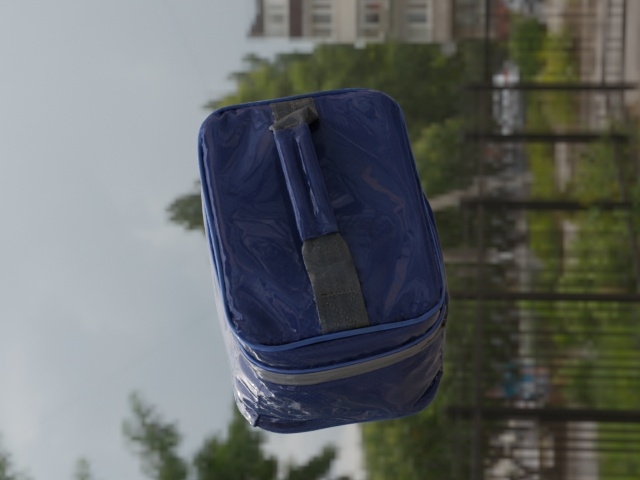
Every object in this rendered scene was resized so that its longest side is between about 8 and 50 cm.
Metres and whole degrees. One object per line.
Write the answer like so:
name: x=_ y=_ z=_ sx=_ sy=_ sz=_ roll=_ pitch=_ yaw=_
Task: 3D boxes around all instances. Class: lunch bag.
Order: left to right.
lunch bag: x=0.000 y=0.000 z=0.457 sx=0.065 sy=0.067 sz=0.098 roll=90 pitch=168 yaw=-58
